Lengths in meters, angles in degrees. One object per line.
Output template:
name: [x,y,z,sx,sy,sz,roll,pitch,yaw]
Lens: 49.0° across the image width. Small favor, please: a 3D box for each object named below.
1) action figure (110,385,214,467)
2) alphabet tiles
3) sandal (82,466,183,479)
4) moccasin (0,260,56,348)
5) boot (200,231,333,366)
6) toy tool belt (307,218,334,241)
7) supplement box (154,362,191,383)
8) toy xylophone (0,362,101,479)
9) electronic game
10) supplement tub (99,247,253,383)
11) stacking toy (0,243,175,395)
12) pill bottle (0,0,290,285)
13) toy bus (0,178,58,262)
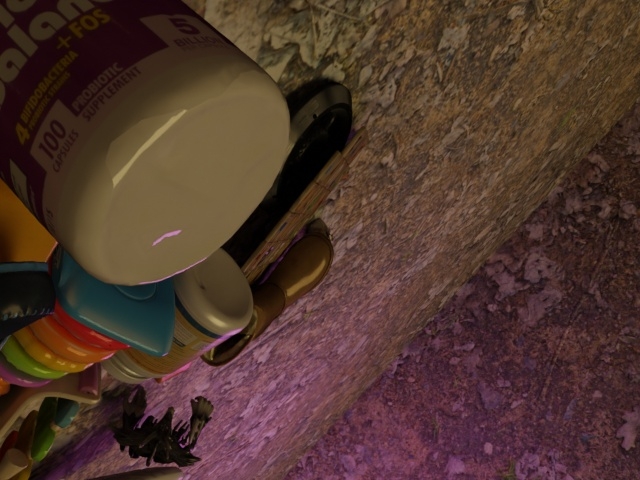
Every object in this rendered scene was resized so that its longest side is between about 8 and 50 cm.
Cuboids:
action figure: [-0.287,0.336,1.262,0.276,0.164,0.141,131,-25,-67]
alphabet tiles: [-0.032,-0.045,1.172,0.342,0.011,0.285,-51,177,4]
sandal: [-0.431,0.477,1.199,0.416,0.102,0.169,-4,171,-39]
moccasin: [-0.352,0.106,0.602,0.342,0.117,0.137,-20,166,27]
boot: [-0.083,0.100,1.241,0.236,0.089,0.269,-51,176,13]
toy tool belt: [0.000,0.000,1.381,0.052,0.051,0.083,-36,156,-27]
supplement box: [-0.223,0.121,1.134,0.080,0.078,0.233,-20,147,-50]
toy xylophone: [-0.415,0.291,0.921,0.081,0.236,0.323,37,105,-25]
electronic game: [-0.024,-0.142,1.094,0.229,0.048,0.229,-48,162,-21]
supplement tub: [-0.209,0.103,0.980,0.199,0.144,0.144,-33,165,23]
stacking toy: [-0.335,0.113,0.848,0.302,0.175,0.166,-36,133,19]
pill bottle: [-0.177,-0.124,0.487,0.169,0.301,0.169,-40,158,-20]
toy bus: [-0.354,-0.047,0.520,0.108,0.130,0.332,-53,158,13]
